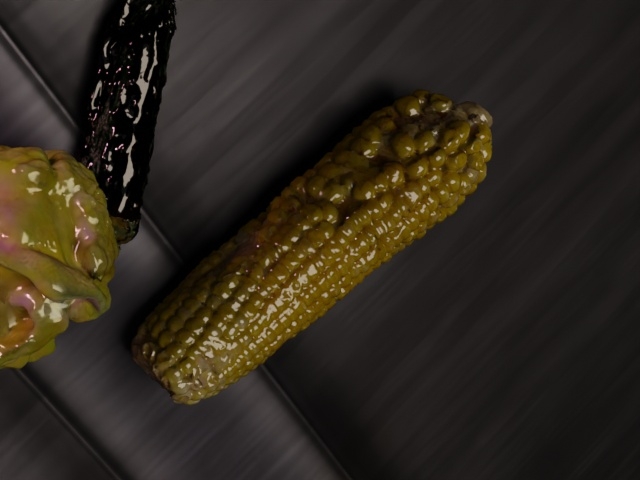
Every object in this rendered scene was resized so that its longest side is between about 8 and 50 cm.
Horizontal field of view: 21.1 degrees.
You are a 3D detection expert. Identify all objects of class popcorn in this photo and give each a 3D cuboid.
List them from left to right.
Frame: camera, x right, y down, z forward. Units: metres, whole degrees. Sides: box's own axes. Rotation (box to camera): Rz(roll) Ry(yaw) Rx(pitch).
[{"bbox_3d":[-0.192,0.010,1.063,0.126,0.126,0.145,43,93,-15],"label":"popcorn"}]

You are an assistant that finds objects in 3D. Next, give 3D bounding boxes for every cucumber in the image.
[{"bbox_3d":[-0.126,-0.083,1.124,0.053,0.053,0.181,8,98,-41],"label":"cucumber"}]

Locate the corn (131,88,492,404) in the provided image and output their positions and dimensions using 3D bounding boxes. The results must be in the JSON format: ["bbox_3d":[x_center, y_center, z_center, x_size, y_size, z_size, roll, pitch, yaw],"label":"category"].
[{"bbox_3d":[0.000,0.000,1.229,0.320,0.097,0.097,-40,127,-19],"label":"corn"}]
